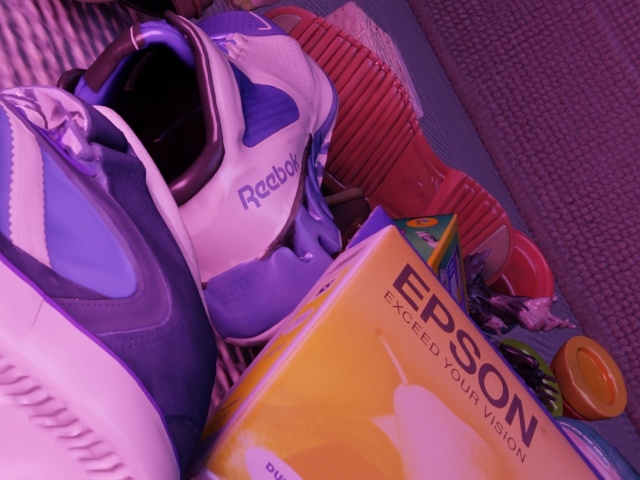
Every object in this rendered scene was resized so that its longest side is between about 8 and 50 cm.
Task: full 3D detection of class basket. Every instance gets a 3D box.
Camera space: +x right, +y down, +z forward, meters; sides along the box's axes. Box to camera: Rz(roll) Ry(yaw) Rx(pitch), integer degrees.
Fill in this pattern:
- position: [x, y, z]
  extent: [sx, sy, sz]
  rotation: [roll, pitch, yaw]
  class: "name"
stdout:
- position: [0.043, -0.208, 1.379]
  extent: [0.103, 0.113, 0.167]
  rotation: [44, 22, -42]
  class: "basket"

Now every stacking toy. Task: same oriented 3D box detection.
- position: [0.241, 0.148, 1.474]
  extent: [0.279, 0.130, 0.309]
  rotation: [-15, 71, -48]
  class: "stacking toy"

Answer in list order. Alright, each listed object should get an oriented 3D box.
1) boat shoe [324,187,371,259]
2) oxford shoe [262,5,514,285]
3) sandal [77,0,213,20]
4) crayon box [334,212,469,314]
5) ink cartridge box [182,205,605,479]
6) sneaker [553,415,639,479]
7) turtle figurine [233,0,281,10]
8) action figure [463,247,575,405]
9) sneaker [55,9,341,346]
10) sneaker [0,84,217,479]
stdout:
- position: [0.000, 0.000, 0.934]
  extent: [0.073, 0.073, 0.207]
  rotation: [63, 22, 3]
  class: "boat shoe"
- position: [0.045, -0.092, 1.215]
  extent: [0.397, 0.140, 0.146]
  rotation: [48, -14, -21]
  class: "oxford shoe"
- position: [-0.138, -0.215, 0.860]
  extent: [0.120, 0.086, 0.303]
  rotation: [26, 27, 15]
  class: "sandal"
- position: [0.064, 0.084, 0.833]
  extent: [0.278, 0.081, 0.165]
  rotation: [-41, 124, -74]
  class: "crayon box"
- position: [0.089, 0.147, 0.563]
  extent: [0.303, 0.072, 0.307]
  rotation: [50, 38, -7]
  class: "ink cartridge box"
- position: [0.272, 0.256, 0.924]
  extent: [0.302, 0.108, 0.121]
  rotation: [56, 43, -11]
  class: "sneaker"
- position: [-0.119, -0.344, 1.129]
  extent: [0.198, 0.274, 0.266]
  rotation: [40, -9, 9]
  class: "turtle figurine"
- position: [0.194, 0.119, 1.172]
  extent: [0.164, 0.141, 0.275]
  rotation: [-60, 139, -22]
  class: "action figure"
- position: [-0.078, -0.097, 0.741]
  extent: [0.182, 0.127, 0.315]
  rotation: [52, 19, -37]
  class: "sneaker"
- position: [-0.158, -0.032, 0.394]
  extent: [0.323, 0.130, 0.236]
  rotation: [52, 8, -17]
  class: "sneaker"
